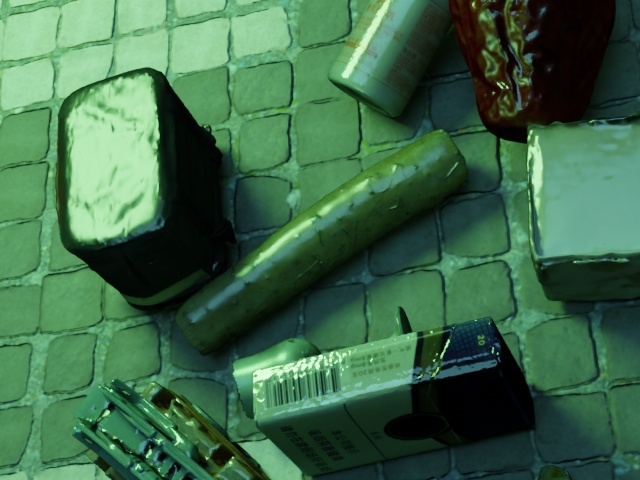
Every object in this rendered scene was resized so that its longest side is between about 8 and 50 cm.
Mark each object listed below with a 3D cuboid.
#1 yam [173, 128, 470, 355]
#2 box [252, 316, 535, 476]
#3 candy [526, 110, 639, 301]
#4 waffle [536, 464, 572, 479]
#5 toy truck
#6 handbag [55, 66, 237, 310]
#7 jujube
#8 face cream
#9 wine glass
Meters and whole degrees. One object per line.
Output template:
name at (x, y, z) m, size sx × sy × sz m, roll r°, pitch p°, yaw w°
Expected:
yam at (0.000, 0.000, 1.669) m, size 0.371 × 0.083 × 0.083 m, roll -33°, pitch 58°, yaw 1°
box at (0.077, 0.163, 1.505) m, size 0.259 × 0.168 × 0.071 m, roll -13°, pitch 58°, yaw 15°
candy at (0.309, -0.037, 1.538) m, size 0.184 × 0.137 × 0.195 m, roll -7°, pitch 63°, yaw 17°
waffle at (0.207, 0.335, 1.425) m, size 0.204 × 0.054 × 0.223 m, roll -42°, pitch 50°, yaw -2°
toy truck at (-0.107, 0.278, 1.503) m, size 0.338 × 0.184 × 0.133 m, roll 38°, pitch 83°, yaw 32°
handbag at (-0.209, -0.052, 1.714) m, size 0.181 × 0.181 × 0.254 m, roll -17°, pitch 57°, yaw 13°
jujube at (0.235, -0.235, 1.648) m, size 0.190 × 0.190 × 0.255 m, roll 2°, pitch 80°, yaw 21°
face cream at (0.110, -0.274, 1.727) m, size 0.101 × 0.101 × 0.252 m, roll 30°, pitch 90°, yaw 30°
wine glass at (0.006, 0.135, 1.597) m, size 0.195 × 0.079 × 0.079 m, roll -17°, pitch 60°, yaw 10°
